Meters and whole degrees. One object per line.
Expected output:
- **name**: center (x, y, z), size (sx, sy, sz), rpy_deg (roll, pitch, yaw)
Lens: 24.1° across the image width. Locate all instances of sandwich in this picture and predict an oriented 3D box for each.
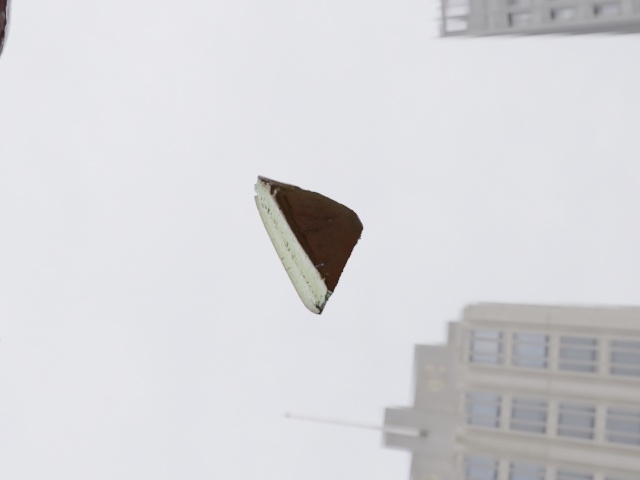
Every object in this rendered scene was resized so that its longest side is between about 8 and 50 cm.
- **sandwich**: center (0.000, 0.000, 0.740), size (0.044, 0.031, 0.083), rpy_deg (-7, -128, -28)

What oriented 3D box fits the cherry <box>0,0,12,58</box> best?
- **cherry**: center (-0.352, -0.193, 1.144), size (0.285, 0.236, 0.212), rpy_deg (-15, -74, -50)
